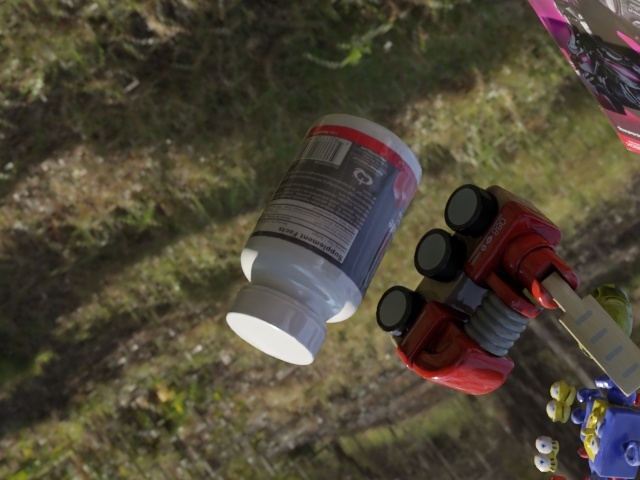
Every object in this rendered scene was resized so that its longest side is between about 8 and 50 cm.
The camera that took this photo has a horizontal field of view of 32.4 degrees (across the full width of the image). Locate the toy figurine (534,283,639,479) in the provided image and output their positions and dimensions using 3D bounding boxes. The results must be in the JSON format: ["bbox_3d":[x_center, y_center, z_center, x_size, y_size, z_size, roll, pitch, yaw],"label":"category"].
[{"bbox_3d":[0.486,0.274,1.731,0.217,0.191,0.363,-110,-147,-75],"label":"toy figurine"}]

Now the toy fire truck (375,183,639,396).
[{"bbox_3d":[0.213,0.091,1.191,0.158,0.246,0.217,23,108,-35],"label":"toy fire truck"}]

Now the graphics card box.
[{"bbox_3d":[0.337,-0.201,1.089,0.094,0.371,0.233,-48,-143,-6],"label":"graphics card box"}]

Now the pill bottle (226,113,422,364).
[{"bbox_3d":[0.000,0.000,1.504,0.319,0.176,0.176,-62,-179,-22],"label":"pill bottle"}]
